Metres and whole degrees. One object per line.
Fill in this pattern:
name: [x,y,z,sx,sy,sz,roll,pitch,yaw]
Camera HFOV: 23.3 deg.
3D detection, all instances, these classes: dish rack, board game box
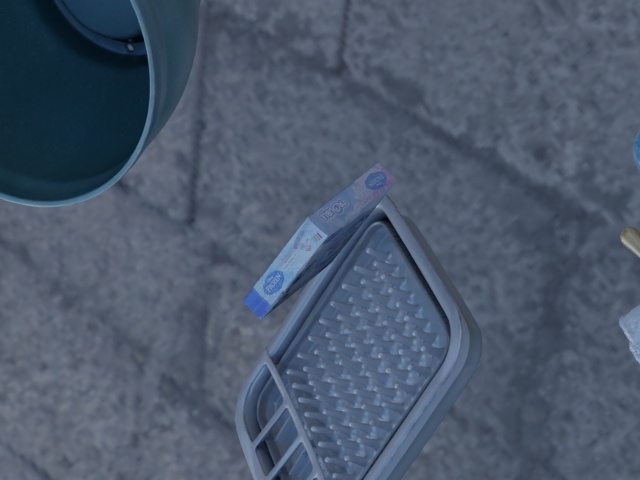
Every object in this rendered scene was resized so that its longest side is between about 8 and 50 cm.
dish rack: [0.043,0.147,1.601,0.333,0.072,0.285,-58,32,22]
board game box: [0.000,0.000,0.993,0.020,0.090,0.090,45,130,6]

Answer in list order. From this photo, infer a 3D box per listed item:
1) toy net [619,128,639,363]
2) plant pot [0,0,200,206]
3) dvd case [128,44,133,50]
toy net: [0.297,-0.004,1.241,0.122,0.045,0.232,-14,64,45]
plant pot: [-0.221,-0.202,1.330,0.293,0.196,0.293,13,123,22]
dvd case: [-0.265,-0.175,1.580,0.238,0.179,0.029,-43,72,23]
